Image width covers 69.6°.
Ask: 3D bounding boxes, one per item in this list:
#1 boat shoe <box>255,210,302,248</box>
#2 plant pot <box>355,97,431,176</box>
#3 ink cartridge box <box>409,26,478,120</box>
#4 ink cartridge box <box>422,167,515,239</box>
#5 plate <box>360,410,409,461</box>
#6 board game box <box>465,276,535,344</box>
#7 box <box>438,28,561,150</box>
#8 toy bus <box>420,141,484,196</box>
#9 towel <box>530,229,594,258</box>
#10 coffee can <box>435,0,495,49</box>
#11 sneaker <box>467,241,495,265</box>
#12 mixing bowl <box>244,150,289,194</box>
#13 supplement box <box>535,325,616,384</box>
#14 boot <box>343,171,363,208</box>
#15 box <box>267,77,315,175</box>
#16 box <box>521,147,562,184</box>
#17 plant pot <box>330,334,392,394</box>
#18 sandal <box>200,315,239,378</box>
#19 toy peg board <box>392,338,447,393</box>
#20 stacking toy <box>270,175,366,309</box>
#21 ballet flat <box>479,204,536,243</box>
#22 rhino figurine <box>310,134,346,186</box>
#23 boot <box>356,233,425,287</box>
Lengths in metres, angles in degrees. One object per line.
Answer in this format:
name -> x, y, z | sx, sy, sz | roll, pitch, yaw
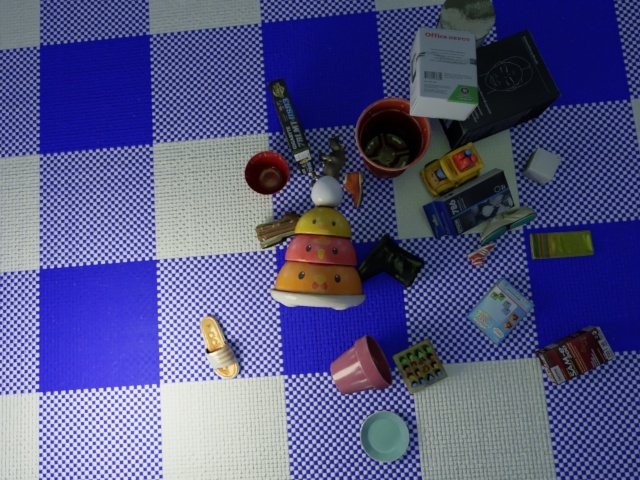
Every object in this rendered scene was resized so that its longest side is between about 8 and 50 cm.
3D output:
boat shoe -> -0.114, -0.069, 1.839 | 0.307, 0.111, 0.104 | -22, 83, 0
plant pot -> 0.267, -0.369, 1.780 | 0.272, 0.265, 0.273 | 0, 83, 3
ink cartridge box -> 0.433, -0.589, 1.633 | 0.211, 0.121, 0.289 | 5, 73, -3
ink cartridge box -> 0.582, -0.135, 1.804 | 0.332, 0.065, 0.165 | -28, 111, 1
plate -> 0.245, 0.747, 1.761 | 0.188, 0.024, 0.188 | 0, 83, 4
board game box -> 0.697, 0.274, 1.790 | 0.160, 0.039, 0.211 | 44, 86, 7
box -> 0.663, -0.584, 1.814 | 0.395, 0.212, 0.294 | -21, 82, 1
toy bus -> 0.518, -0.281, 1.785 | 0.220, 0.211, 0.149 | -26, 84, 1
towel -> 0.953, 0.016, 1.818 | 0.237, 0.021, 0.102 | -4, 83, 2
coffee can -> 0.546, -0.806, 1.815 | 0.201, 0.275, 0.202 | 0, 83, 2
sneaker -> 0.648, 0.058, 1.818 | 0.118, 0.042, 0.067 | -29, 78, 7
mixing bowl -> -0.210, -0.264, 1.875 | 0.181, 0.098, 0.182 | 0, 84, 3
supplement box -> 0.960, 0.431, 1.739 | 0.239, 0.073, 0.130 | -26, 83, 0
boot -> 0.133, -0.203, 1.874 | 0.084, 0.059, 0.158 | 0, 74, 6
box -> -0.109, -0.431, 1.794 | 0.073, 0.293, 0.296 | -20, 83, -1
box -> 0.877, -0.294, 1.828 | 0.102, 0.087, 0.101 | 27, 85, 6
plant pot -> 0.146, 0.482, 1.727 | 0.180, 0.201, 0.201 | -30, 82, 15
sandal -> -0.413, 0.425, 1.810 | 0.102, 0.076, 0.265 | -27, 82, 0
toy peg board -> 0.384, 0.485, 1.760 | 0.161, 0.079, 0.161 | -26, 82, 0
stacking toy -> 0.000, 0.000, 1.688 | 0.350, 0.350, 0.480 | 2, 88, 3
ballet flat -> 0.726, -0.069, 1.820 | 0.248, 0.086, 0.086 | -25, 82, -2
rhino figurine -> 0.044, -0.322, 1.883 | 0.106, 0.073, 0.243 | 19, 83, 9
boot -> 0.266, 0.122, 1.803 | 0.207, 0.094, 0.246 | 38, 80, 11
